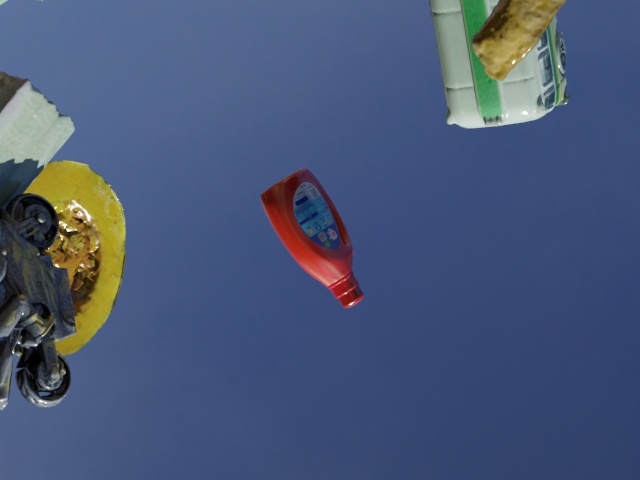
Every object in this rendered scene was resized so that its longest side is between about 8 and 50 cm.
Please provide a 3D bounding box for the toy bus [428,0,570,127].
[{"bbox_3d":[0.185,-0.263,1.830,0.133,0.276,0.165,-6,-164,18],"label":"toy bus"}]

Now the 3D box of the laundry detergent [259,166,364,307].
[{"bbox_3d":[0.000,0.000,1.918,0.049,0.165,0.097,-30,-178,42],"label":"laundry detergent"}]

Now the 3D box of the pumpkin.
[{"bbox_3d":[-0.312,0.018,1.811,0.110,0.217,0.217,6,-130,45],"label":"pumpkin"}]

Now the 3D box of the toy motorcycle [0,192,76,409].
[{"bbox_3d":[-0.270,0.049,1.428,0.061,0.124,0.193,-20,-109,45],"label":"toy motorcycle"}]

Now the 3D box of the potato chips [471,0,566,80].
[{"bbox_3d":[0.271,-0.329,1.576,0.407,0.057,0.080,-55,-177,-7],"label":"potato chips"}]

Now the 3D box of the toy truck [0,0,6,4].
[{"bbox_3d":[-0.392,-0.267,1.649,0.155,0.156,0.279,-41,-156,-30],"label":"toy truck"}]

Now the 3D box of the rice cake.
[{"bbox_3d":[-0.315,-0.036,1.441,0.043,0.127,0.237,37,-95,22],"label":"rice cake"}]
